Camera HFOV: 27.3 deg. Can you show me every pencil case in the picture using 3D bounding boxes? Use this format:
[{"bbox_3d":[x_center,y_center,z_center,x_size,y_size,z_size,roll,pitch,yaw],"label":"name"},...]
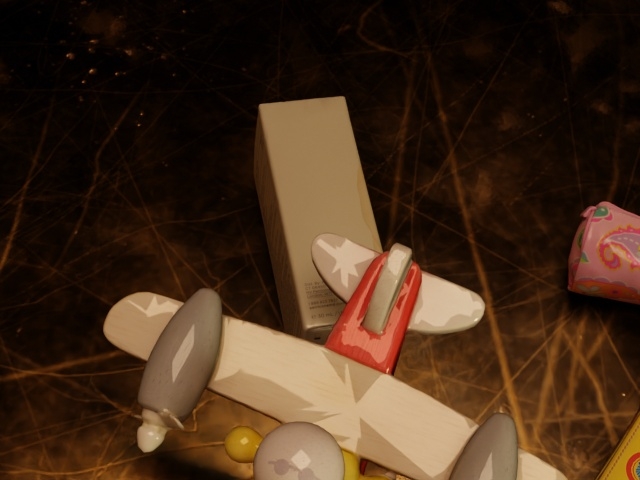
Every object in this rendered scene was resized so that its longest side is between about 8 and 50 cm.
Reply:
[{"bbox_3d":[0.444,0.039,1.595,0.284,0.124,0.124,14,59,7],"label":"pencil case"}]

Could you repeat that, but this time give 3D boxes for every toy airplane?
[{"bbox_3d":[0.013,0.179,1.306,0.386,0.272,0.384,-22,91,13],"label":"toy airplane"}]

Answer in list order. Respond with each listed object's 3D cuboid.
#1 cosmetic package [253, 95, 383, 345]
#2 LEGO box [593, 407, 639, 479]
[{"bbox_3d":[0.000,0.000,1.570,0.113,0.160,0.309,-6,61,-9],"label":"cosmetic package"},{"bbox_3d":[0.453,0.341,1.374,0.372,0.193,0.500,32,62,14],"label":"LEGO box"}]
